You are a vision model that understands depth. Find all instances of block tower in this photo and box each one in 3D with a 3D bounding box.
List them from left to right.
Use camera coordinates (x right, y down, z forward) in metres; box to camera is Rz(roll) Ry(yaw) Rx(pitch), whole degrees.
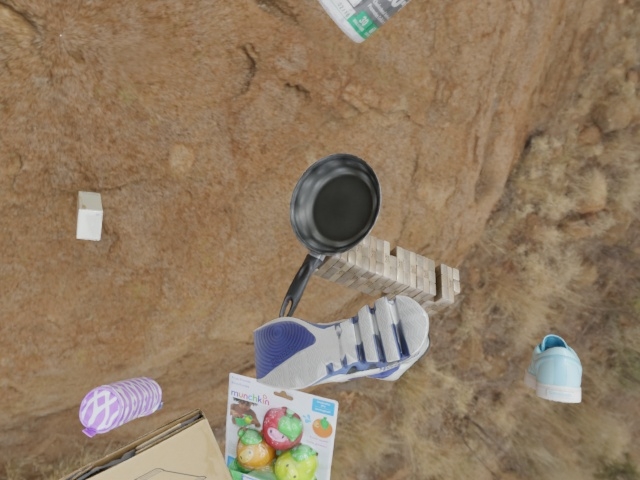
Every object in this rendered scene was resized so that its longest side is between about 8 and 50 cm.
[{"bbox_3d":[0.140,0.066,1.096,0.335,0.091,0.097,19,144,-19],"label":"block tower"}]

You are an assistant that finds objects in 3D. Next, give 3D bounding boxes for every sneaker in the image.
[{"bbox_3d":[0.053,0.198,0.887,0.315,0.128,0.182,-15,150,20],"label":"sneaker"},{"bbox_3d":[0.614,0.322,1.333,0.135,0.366,0.150,6,84,15],"label":"sneaker"}]

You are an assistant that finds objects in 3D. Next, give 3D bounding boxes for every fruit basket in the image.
[{"bbox_3d":[-0.124,0.566,1.405,0.165,0.326,0.353,-37,134,-65],"label":"fruit basket"}]

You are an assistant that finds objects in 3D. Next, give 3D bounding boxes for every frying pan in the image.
[{"bbox_3d":[0.026,-0.004,0.956,0.053,0.197,0.326,19,71,-57],"label":"frying pan"}]

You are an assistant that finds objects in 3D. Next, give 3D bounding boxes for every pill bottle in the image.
[{"bbox_3d":[0.157,-0.614,1.076,0.361,0.204,0.204,-35,126,23],"label":"pill bottle"}]

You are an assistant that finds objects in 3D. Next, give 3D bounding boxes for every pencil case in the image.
[{"bbox_3d":[-0.388,0.321,1.008,0.086,0.206,0.088,32,83,11],"label":"pencil case"}]

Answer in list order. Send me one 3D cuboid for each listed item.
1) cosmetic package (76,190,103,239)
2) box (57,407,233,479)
[{"bbox_3d":[-0.438,-0.048,0.968,0.041,0.115,0.060,4,108,-27],"label":"cosmetic package"},{"bbox_3d":[-0.192,0.296,0.605,0.164,0.021,0.201,-24,134,-19],"label":"box"}]
